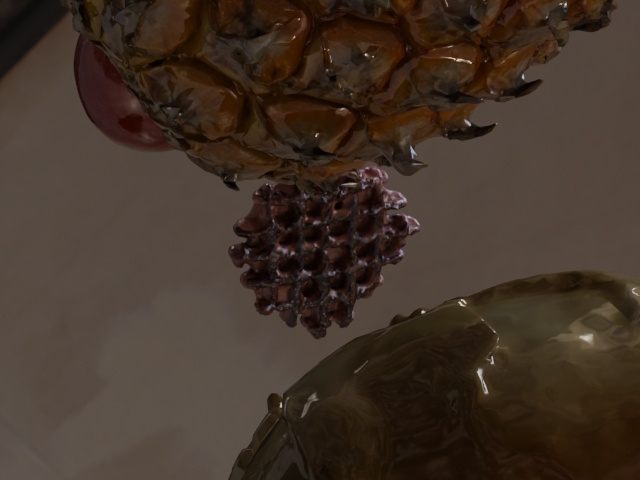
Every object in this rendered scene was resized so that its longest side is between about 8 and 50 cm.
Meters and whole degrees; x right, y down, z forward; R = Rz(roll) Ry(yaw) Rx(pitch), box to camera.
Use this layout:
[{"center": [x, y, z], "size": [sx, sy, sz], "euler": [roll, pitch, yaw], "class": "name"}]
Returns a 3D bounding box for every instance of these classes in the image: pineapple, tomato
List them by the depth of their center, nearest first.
[{"center": [0.008, -0.202, 0.956], "size": [0.352, 0.300, 0.352], "euler": [42, 28, -29], "class": "pineapple"}, {"center": [-0.139, -0.173, 1.471], "size": [0.195, 0.195, 0.136], "euler": [30, -29, 53], "class": "tomato"}]

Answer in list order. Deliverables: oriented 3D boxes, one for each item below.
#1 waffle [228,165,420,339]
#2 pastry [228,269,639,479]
[{"center": [0.000, 0.000, 1.858], "size": [0.234, 0.221, 0.055], "euler": [37, 4, -40], "class": "waffle"}, {"center": [0.117, 0.210, 0.818], "size": [0.409, 0.409, 0.245], "euler": [46, 3, -14], "class": "pastry"}]
